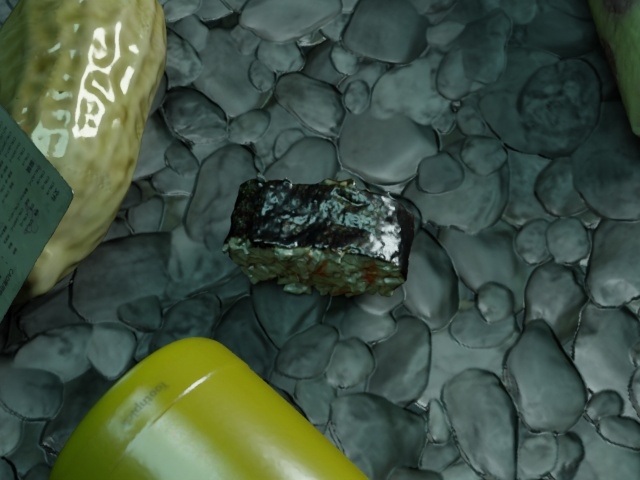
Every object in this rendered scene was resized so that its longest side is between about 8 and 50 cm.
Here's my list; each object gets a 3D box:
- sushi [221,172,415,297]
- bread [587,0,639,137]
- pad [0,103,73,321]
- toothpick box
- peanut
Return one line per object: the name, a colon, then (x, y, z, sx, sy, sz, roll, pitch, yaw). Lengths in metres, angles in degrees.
sushi: (0.000, 0.000, 0.853, 0.150, 0.090, 0.078, 8, 64, 11)
bread: (0.310, -0.257, 0.897, 0.187, 0.155, 0.338, -8, 63, -6)
pad: (-0.297, 0.010, 0.835, 0.159, 0.009, 0.265, 46, 116, 22)
toothpick box: (-0.039, 0.210, 0.722, 0.271, 0.175, 0.175, 38, 75, 16)
peanut: (-0.223, -0.101, 0.896, 0.153, 0.140, 0.325, 7, 71, 26)
